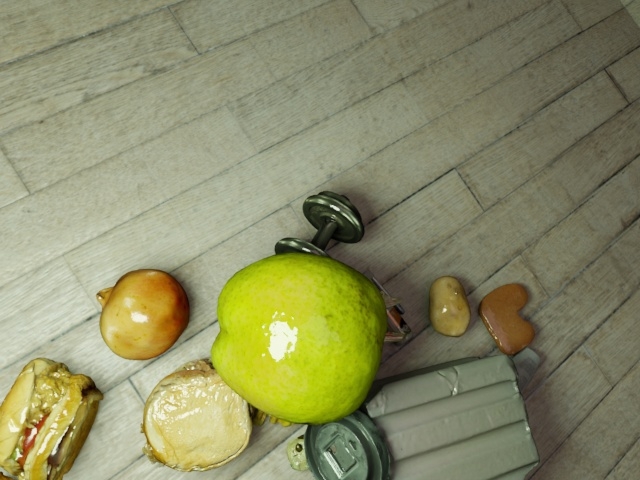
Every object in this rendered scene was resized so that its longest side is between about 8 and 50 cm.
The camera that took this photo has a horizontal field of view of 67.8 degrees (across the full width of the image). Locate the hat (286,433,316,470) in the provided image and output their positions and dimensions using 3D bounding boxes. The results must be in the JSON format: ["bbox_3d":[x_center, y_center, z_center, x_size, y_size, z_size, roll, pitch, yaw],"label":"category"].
[{"bbox_3d":[-0.043,0.533,1.187,0.076,0.059,0.077,-20,88,-16],"label":"hat"}]

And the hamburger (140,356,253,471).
[{"bbox_3d":[-0.279,0.408,1.089,0.243,0.146,0.286,35,81,-2],"label":"hamburger"}]

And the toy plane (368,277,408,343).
[{"bbox_3d":[0.108,0.228,1.269,0.229,0.092,0.244,33,86,13],"label":"toy plane"}]

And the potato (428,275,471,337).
[{"bbox_3d":[0.369,0.188,1.371,0.118,0.109,0.178,-3,71,5],"label":"potato"}]

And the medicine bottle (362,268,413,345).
[{"bbox_3d":[0.181,0.185,1.345,0.220,0.061,0.092,53,44,1],"label":"medicine bottle"}]

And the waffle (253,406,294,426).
[{"bbox_3d":[-0.094,0.317,1.224,0.329,0.062,0.329,4,74,-16],"label":"waffle"}]

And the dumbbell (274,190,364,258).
[{"bbox_3d":[0.000,0.000,1.261,0.192,0.192,0.290,33,68,-7],"label":"dumbbell"}]

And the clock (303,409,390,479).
[{"bbox_3d":[0.058,0.491,1.097,0.049,0.226,0.226,-3,75,-50],"label":"clock"}]

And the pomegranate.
[{"bbox_3d":[-0.401,0.168,1.093,0.209,0.209,0.209,4,75,-16],"label":"pomegranate"}]

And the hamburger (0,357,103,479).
[{"bbox_3d":[-0.563,0.375,0.983,0.163,0.244,0.244,22,71,-11],"label":"hamburger"}]

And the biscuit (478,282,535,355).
[{"bbox_3d":[0.583,0.232,1.448,0.186,0.036,0.192,-22,75,-20],"label":"biscuit"}]

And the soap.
[{"bbox_3d":[0.312,0.502,1.220,0.435,0.213,0.350,-11,77,-19],"label":"soap"}]

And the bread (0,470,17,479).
[{"bbox_3d":[-0.641,0.593,0.915,0.142,0.195,0.269,22,86,-17],"label":"bread"}]

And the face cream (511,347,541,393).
[{"bbox_3d":[0.571,0.408,1.405,0.084,0.057,0.198,46,71,3],"label":"face cream"}]

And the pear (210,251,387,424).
[{"bbox_3d":[-0.053,0.199,1.042,0.391,0.391,0.391,4,75,-16],"label":"pear"}]
